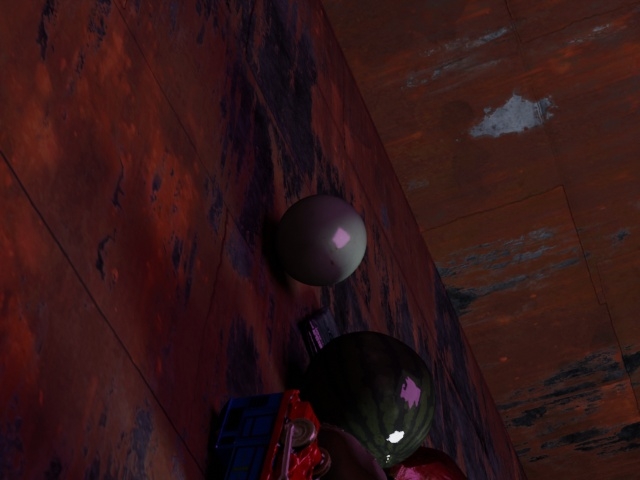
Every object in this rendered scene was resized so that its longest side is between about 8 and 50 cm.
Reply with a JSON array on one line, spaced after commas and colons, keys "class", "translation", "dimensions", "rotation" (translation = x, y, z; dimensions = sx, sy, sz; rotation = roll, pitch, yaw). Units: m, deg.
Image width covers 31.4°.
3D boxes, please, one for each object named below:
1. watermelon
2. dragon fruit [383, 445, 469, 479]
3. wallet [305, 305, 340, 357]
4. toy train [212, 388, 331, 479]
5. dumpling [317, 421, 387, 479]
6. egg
[{"class": "watermelon", "translation": [0.073, 0.242, 1.718], "dimensions": [0.212, 0.212, 0.212], "rotation": [-18, 90, -77]}, {"class": "dragon fruit", "translation": [0.240, 0.482, 2.143], "dimensions": [0.282, 0.100, 0.343], "rotation": [52, 6, 9]}, {"class": "wallet", "translation": [0.009, 0.174, 1.938], "dimensions": [0.166, 0.030, 0.111], "rotation": [-22, 89, -79]}, {"class": "toy train", "translation": [-0.063, 0.271, 1.307], "dimensions": [0.204, 0.131, 0.083], "rotation": [-75, 150, -48]}, {"class": "dumpling", "translation": [0.037, 0.368, 1.365], "dimensions": [0.341, 0.181, 0.260], "rotation": [-80, 171, -64]}, {"class": "egg", "translation": [0.000, 0.000, 1.868], "dimensions": [0.192, 0.149, 0.149], "rotation": [-38, 109, -73]}]
